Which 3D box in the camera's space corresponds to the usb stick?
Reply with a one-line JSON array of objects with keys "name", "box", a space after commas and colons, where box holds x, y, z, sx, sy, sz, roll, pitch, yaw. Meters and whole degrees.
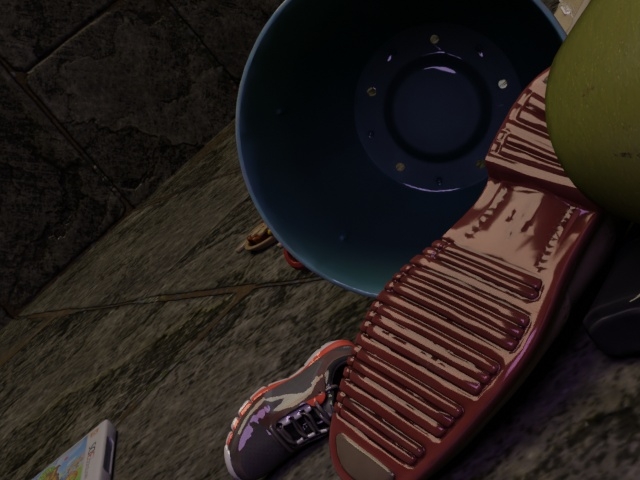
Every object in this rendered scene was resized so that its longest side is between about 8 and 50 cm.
[{"name": "usb stick", "box": [0.260, -0.025, 0.688, 0.077, 0.045, 0.278, -31, 15, 52]}]

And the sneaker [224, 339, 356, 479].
[{"name": "sneaker", "box": [-0.015, 0.144, 0.827, 0.158, 0.061, 0.065, -44, 22, -17]}]

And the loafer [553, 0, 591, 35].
[{"name": "loafer", "box": [0.300, -0.238, 1.109, 0.092, 0.102, 0.268, -11, 32, 50]}]

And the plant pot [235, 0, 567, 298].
[{"name": "plant pot", "box": [0.097, -0.114, 0.911, 0.293, 0.293, 0.235, -34, 2, 18]}]

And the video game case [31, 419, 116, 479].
[{"name": "video game case", "box": [-0.328, 0.314, 1.140, 0.212, 0.023, 0.193, -39, 15, 0]}]

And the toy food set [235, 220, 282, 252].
[{"name": "toy food set", "box": [-0.072, -0.035, 1.523, 0.132, 0.038, 0.192, -45, 16, -22]}]

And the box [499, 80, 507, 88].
[{"name": "box", "box": [0.217, -0.180, 1.281, 0.094, 0.027, 0.137, -43, 16, -12]}]

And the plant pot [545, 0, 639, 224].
[{"name": "plant pot", "box": [0.253, -0.096, 0.501, 0.275, 0.275, 0.293, -45, 11, -20]}]

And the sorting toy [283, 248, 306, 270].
[{"name": "sorting toy", "box": [0.000, 0.000, 1.245, 0.102, 0.061, 0.042, -21, -12, 31]}]

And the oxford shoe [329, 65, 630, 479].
[{"name": "oxford shoe", "box": [0.140, 0.042, 0.701, 0.123, 0.130, 0.348, 34, 86, 39]}]
